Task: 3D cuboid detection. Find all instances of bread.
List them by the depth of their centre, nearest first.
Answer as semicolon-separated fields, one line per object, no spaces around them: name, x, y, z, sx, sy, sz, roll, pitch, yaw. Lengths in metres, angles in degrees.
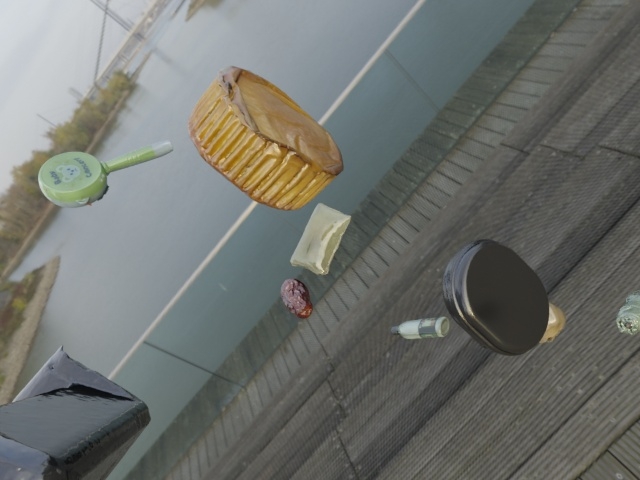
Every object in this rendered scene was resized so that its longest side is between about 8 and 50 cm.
bread;-0.072;-0.126;0.607;0.104;0.199;0.199;-44;31;25

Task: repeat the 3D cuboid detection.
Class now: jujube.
jujube;-0.059;0.155;1.227;0.077;0.077;0.129;-49;38;8

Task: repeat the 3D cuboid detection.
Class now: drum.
drum;-0.432;-0.156;0.928;0.253;0.130;0.049;-45;-19;-34

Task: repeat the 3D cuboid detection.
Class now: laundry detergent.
laundry detergent;0.379;0.343;1.801;0.226;0.070;0.099;-15;15;37

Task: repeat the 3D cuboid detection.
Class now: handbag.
handbag;0.437;0.138;1.153;0.253;0.308;0.093;-53;12;-24

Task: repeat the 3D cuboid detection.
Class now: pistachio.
pistachio;0.677;0.247;1.466;0.223;0.127;0.152;127;134;-76

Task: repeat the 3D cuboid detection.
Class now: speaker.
speaker;-0.336;0.234;0.511;0.180;0.184;0.388;-53;1;-14

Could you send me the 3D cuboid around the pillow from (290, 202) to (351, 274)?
pillow;0.000;0.000;1.373;0.208;0.119;0.053;-66;-11;-1

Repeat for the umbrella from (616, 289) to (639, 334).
umbrella;0.648;0.141;0.942;0.067;0.144;0.062;56;143;18
